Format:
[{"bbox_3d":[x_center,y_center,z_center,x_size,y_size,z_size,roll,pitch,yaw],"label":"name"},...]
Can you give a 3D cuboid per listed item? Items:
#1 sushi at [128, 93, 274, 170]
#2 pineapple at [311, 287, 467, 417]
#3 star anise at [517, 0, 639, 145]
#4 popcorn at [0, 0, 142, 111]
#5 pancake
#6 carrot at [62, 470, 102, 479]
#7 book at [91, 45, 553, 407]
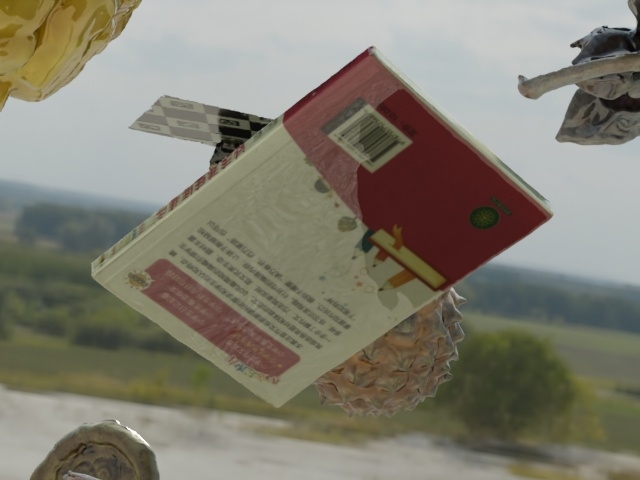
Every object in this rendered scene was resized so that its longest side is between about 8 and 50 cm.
[{"bbox_3d":[-0.045,-0.078,1.761,0.279,0.043,0.192,12,-9,-14],"label":"sushi"},{"bbox_3d":[0.047,0.074,1.502,0.166,0.166,0.193,9,-34,13],"label":"pineapple"},{"bbox_3d":[0.250,-0.141,1.288,0.262,0.081,0.230,-30,-17,-40],"label":"star anise"},{"bbox_3d":[-0.288,-0.234,1.192,0.354,0.344,0.390,-35,11,19],"label":"popcorn"},{"bbox_3d":[-0.282,0.324,2.125,0.029,0.235,0.212,24,18,-49],"label":"pancake"},{"bbox_3d":[-0.095,0.240,1.253,0.066,0.062,0.271,-28,41,-21],"label":"carrot"},{"bbox_3d":[0.000,0.000,1.048,0.232,0.022,0.162,-36,-58,27],"label":"book"}]
